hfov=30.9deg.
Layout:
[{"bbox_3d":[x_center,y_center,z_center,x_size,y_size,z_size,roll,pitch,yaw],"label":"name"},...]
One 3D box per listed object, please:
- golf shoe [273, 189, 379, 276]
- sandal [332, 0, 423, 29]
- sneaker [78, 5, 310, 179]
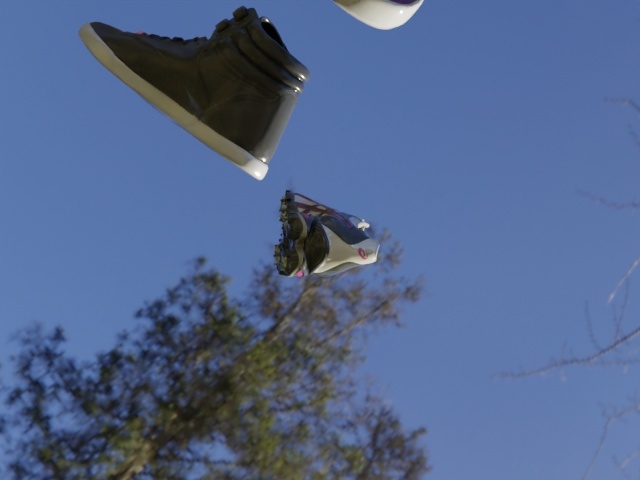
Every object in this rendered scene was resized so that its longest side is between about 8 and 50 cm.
[{"bbox_3d":[0.000,0.000,1.534,0.120,0.273,0.105,5,-79,-7],"label":"golf shoe"},{"bbox_3d":[0.088,-0.366,1.093,0.169,0.416,0.102,27,-38,-27],"label":"sandal"},{"bbox_3d":[-0.129,-0.196,1.245,0.295,0.104,0.147,36,-90,28],"label":"sneaker"}]
